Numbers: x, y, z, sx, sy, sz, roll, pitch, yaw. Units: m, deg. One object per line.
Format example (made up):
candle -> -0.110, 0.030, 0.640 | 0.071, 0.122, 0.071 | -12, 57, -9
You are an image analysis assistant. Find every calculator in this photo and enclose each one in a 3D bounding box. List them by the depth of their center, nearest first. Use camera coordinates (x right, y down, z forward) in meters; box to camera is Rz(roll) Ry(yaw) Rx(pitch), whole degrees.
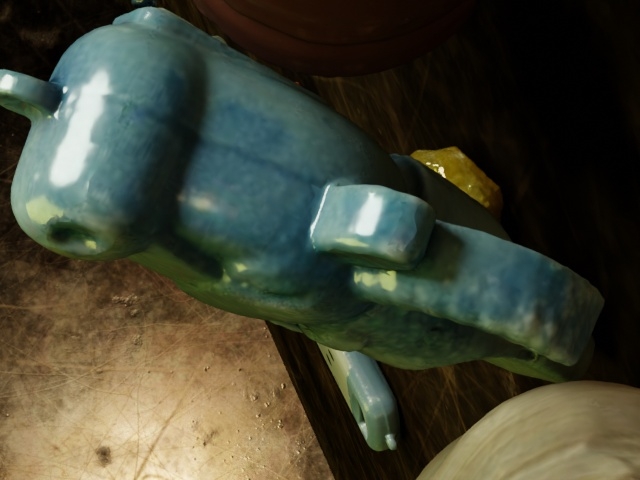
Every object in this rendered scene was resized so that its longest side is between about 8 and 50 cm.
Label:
calculator -> 0.032, 0.126, 1.222 | 0.121, 0.039, 0.210 | 77, 167, -61

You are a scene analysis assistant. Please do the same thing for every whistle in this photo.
whistle -> 0.000, 0.000, 0.440 | 0.269, 0.093, 0.180 | 28, 164, -29

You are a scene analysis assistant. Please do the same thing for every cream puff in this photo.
cream puff -> 0.054, -0.005, 0.559 | 0.083, 0.058, 0.083 | -63, -7, -48

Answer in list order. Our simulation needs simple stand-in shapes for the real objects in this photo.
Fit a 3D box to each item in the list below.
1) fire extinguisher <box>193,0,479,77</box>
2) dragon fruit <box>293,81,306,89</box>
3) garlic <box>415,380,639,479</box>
fire extinguisher -> 0.022, -0.137, 0.237 | 0.337, 0.136, 0.114 | 99, -172, -79
dragon fruit -> -0.017, -0.060, 0.920 | 0.112, 0.068, 0.126 | 11, 112, 62
garlic -> 0.100, 0.167, 0.416 | 0.228, 0.152, 0.227 | 161, 90, -88
